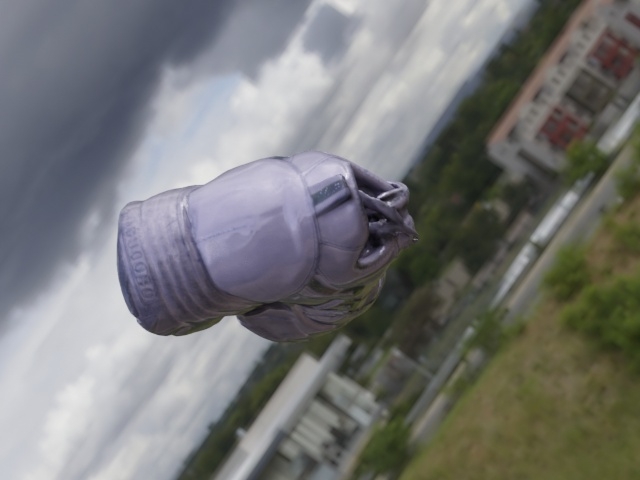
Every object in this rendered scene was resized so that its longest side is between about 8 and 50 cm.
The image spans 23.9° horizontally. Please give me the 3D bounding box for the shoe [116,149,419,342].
[{"bbox_3d":[0.000,0.000,0.840,0.138,0.095,0.245,-15,-9,24],"label":"shoe"}]
